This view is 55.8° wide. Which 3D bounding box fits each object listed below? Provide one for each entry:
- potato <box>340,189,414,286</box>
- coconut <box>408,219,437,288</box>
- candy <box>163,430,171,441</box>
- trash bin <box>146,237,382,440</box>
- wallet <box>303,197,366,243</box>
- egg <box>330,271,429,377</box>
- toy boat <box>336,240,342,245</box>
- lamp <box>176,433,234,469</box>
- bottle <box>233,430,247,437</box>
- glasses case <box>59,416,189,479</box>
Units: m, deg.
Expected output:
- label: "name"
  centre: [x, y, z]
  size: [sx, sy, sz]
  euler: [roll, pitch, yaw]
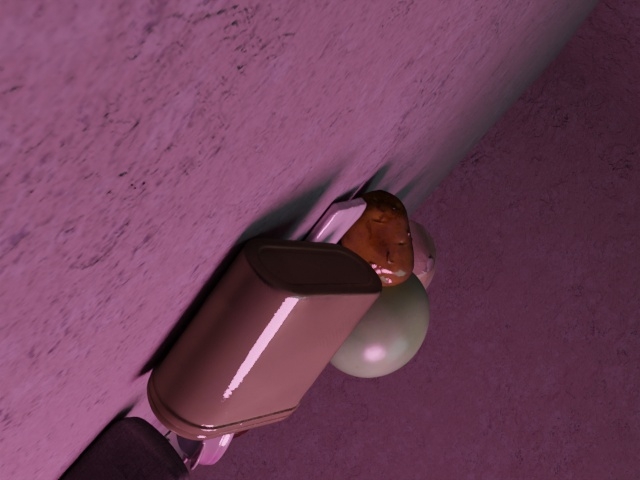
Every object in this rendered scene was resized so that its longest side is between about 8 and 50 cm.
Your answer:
- label: "potato"
  centre: [0.104, -0.003, 1.105]
  size: [0.137, 0.175, 0.137]
  euler: [-5, 179, 0]
- label: "coconut"
  centre: [0.205, 0.051, 1.633]
  size: [0.241, 0.241, 0.241]
  euler: [-47, 172, -8]
- label: "candy"
  centre: [-0.342, 0.435, 1.334]
  size: [0.056, 0.049, 0.184]
  euler: [-19, -167, 25]
- label: "trash bin"
  centre: [-0.067, 0.121, 0.770]
  size: [0.243, 0.121, 0.247]
  euler: [3, 129, -49]
- label: "wallet"
  centre: [0.000, 0.000, 1.019]
  size: [0.183, 0.032, 0.124]
  euler: [-50, 166, 26]
- label: "egg"
  centre: [0.104, 0.151, 1.208]
  size: [0.220, 0.220, 0.270]
  euler: [-53, 175, 35]
- label: "toy boat"
  centre: [0.106, 0.025, 1.405]
  size: [0.215, 0.123, 0.330]
  euler: [-43, 173, -21]
- label: "lamp"
  centre: [-0.207, 0.317, 1.177]
  size: [0.245, 0.108, 0.179]
  euler: [-64, -164, -21]
- label: "bottle"
  centre: [-0.206, 0.384, 1.418]
  size: [0.156, 0.143, 0.271]
  euler: [-13, 151, -30]
- label: "glasses case"
  centre: [-0.324, 0.392, 0.824]
  size: [0.323, 0.131, 0.074]
  euler: [-48, 163, 3]
